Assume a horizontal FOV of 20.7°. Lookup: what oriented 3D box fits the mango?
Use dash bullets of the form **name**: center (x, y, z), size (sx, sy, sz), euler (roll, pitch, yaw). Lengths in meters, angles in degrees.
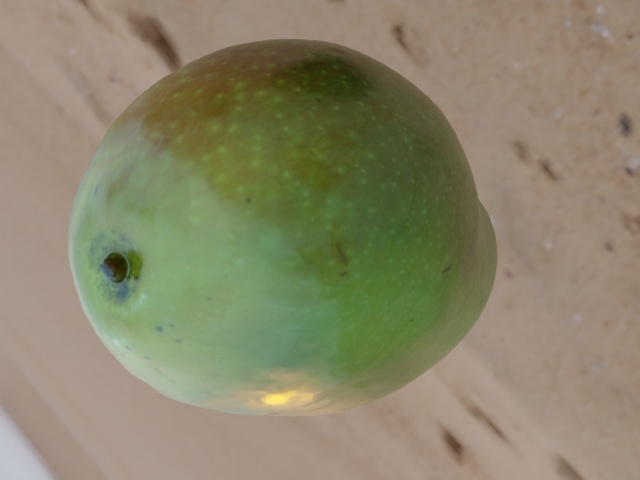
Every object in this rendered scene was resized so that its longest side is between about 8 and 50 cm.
- **mango**: center (0.000, 0.000, 1.052), size (0.201, 0.225, 0.382), euler (28, -173, 30)
